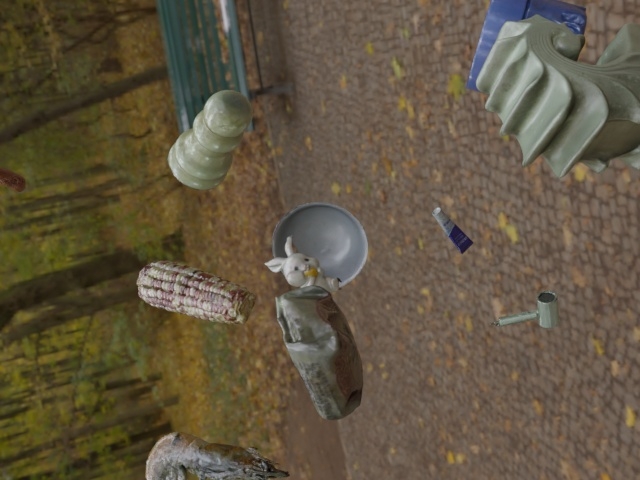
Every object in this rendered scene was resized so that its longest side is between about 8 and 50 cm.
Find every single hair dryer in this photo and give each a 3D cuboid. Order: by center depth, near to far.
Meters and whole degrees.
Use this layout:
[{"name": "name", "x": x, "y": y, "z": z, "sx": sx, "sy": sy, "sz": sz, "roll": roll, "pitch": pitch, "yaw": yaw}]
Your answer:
[{"name": "hair dryer", "x": 0.362, "y": 0.132, "z": 1.418, "sx": 0.038, "sy": 0.124, "sz": 0.063, "roll": -94, "pitch": -9, "yaw": -57}]

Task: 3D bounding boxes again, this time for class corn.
[{"name": "corn", "x": -0.187, "y": 0.080, "z": 1.184, "sx": 0.237, "sy": 0.079, "sz": 0.079, "roll": 13, "pitch": 118, "yaw": 40}]

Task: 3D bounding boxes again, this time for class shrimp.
[{"name": "shrimp", "x": -0.204, "y": 0.462, "z": 1.504, "sx": 0.058, "sy": 0.296, "sz": 0.169, "roll": 21, "pitch": -104, "yaw": -69}]

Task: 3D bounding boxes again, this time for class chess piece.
[{"name": "chess piece", "x": -0.218, "y": -0.217, "z": 1.648, "sx": 0.243, "sy": 0.133, "sz": 0.133, "roll": -45, "pitch": 57, "yaw": 52}]

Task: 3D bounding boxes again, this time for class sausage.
[{"name": "sausage", "x": -0.629, "y": -0.127, "z": 1.525, "sx": 0.158, "sy": 0.042, "sz": 0.036, "roll": 25, "pitch": -112, "yaw": -56}]

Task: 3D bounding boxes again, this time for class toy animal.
[{"name": "toy animal", "x": -0.027, "y": 0.059, "z": 1.396, "sx": 0.124, "sy": 0.071, "sz": 0.085, "roll": 49, "pitch": 165, "yaw": -13}]

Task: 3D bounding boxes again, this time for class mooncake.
[{"name": "mooncake", "x": 0.006, "y": 0.127, "z": 0.907, "sx": 0.130, "sy": 0.073, "sz": 0.125, "roll": -108, "pitch": -4, "yaw": -58}]

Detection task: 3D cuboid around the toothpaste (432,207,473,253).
[{"name": "toothpaste", "x": 0.186, "y": -0.015, "z": 1.120, "sx": 0.083, "sy": 0.024, "sz": 0.015, "roll": 47, "pitch": 179, "yaw": -28}]

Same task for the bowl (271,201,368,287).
[{"name": "bowl", "x": 0.000, "y": 0.000, "z": 1.578, "sx": 0.086, "sy": 0.189, "sz": 0.189, "roll": -81, "pitch": -15, "yaw": -69}]

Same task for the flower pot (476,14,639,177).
[{"name": "flower pot", "x": 0.451, "y": -0.240, "z": 1.295, "sx": 0.164, "sy": 0.368, "sz": 0.254, "roll": 114, "pitch": 144, "yaw": -49}]

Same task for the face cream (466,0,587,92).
[{"name": "face cream", "x": 0.478, "y": -0.446, "z": 1.844, "sx": 0.249, "sy": 0.225, "sz": 0.249, "roll": 15, "pitch": -90, "yaw": -82}]
